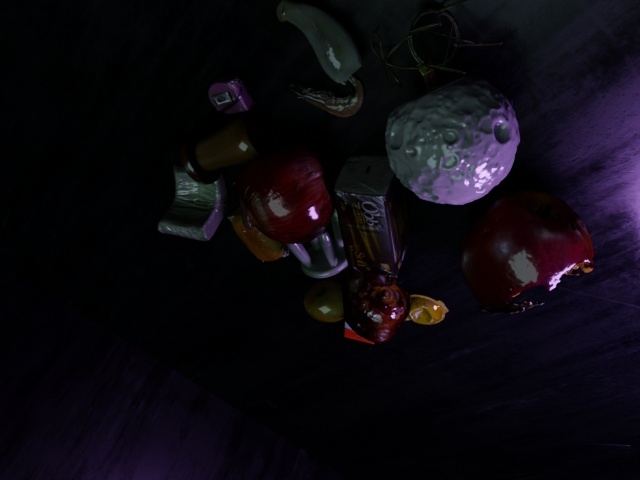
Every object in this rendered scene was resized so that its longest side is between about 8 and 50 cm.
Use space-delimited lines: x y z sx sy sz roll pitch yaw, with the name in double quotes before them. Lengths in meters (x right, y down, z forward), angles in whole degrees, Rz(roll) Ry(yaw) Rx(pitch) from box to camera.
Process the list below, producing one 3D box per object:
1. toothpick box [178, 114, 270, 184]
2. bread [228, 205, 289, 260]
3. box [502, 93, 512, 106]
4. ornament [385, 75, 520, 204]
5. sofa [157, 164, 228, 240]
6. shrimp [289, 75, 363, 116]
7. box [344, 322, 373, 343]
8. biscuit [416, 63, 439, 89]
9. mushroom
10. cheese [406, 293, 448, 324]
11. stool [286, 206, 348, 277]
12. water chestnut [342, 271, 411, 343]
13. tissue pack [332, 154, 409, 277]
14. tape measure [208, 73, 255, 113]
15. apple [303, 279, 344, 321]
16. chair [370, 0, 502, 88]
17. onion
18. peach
"toothpick box" -0.321 -0.297 1.867 0.295 0.192 0.192 -14 127 28
"bread" -0.227 -0.028 2.161 0.136 0.107 0.241 -15 127 31
"box" 0.469 -0.347 1.576 0.051 0.036 0.117 31 139 -9
"ornament" 0.339 -0.248 1.476 0.338 0.337 0.337 12 137 12
"sofa" -0.461 -0.130 2.069 0.210 0.225 0.176 12 141 16
"shrimp" 0.019 -0.438 1.669 0.220 0.046 0.152 18 139 0
"box" 0.171 0.342 2.422 0.139 0.035 0.245 13 137 11
"biscuit" 0.336 -0.372 1.617 0.048 0.026 0.291 -18 125 17
"mushroom" 0.002 -0.549 1.534 0.270 0.103 0.118 47 125 -10
"cheese" 0.368 0.275 2.241 0.271 0.069 0.177 -19 123 40
"stool" 0.000 0.000 2.030 0.196 0.195 0.198 0 129 25
"water chestnut" 0.195 0.232 2.128 0.244 0.289 0.289 -38 115 13
"tissue pack" 0.167 -0.084 1.862 0.198 0.210 0.369 9 138 24
"tape measure" -0.278 -0.449 1.768 0.125 0.074 0.118 -9 128 28
"apple" 0.032 0.244 2.280 0.183 0.182 0.155 -5 139 28
"chair" 0.275 -0.496 1.434 0.159 0.170 0.326 56 169 -22
"onion" -0.097 -0.139 1.825 0.342 0.341 0.341 12 137 12
"peach" 0.600 0.051 1.721 0.339 0.353 0.416 -17 134 -21
